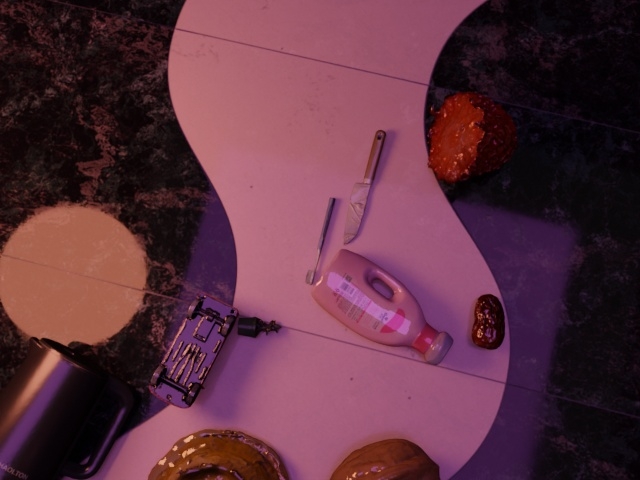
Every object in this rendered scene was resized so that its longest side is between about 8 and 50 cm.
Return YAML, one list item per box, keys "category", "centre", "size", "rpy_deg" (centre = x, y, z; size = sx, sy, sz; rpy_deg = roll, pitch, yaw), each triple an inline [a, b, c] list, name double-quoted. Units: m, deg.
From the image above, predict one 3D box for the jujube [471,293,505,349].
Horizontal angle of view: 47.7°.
- category: "jujube"
  centre: [0.386, 0.186, 1.664]
  size: [0.077, 0.077, 0.129]
  rpy_deg: [4, 69, 3]

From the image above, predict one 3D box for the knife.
- category: "knife"
  centre: [0.102, -0.129, 1.756]
  size: [0.047, 0.017, 0.298]
  rpy_deg: [14, 84, 7]

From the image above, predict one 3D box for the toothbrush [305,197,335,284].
- category: "toothbrush"
  centre: [0.000, 0.000, 1.738]
  size: [0.019, 0.016, 0.220]
  rpy_deg: [14, 82, 13]

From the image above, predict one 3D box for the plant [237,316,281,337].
- category: "plant"
  centre: [-0.142, 0.204, 1.689]
  size: [0.102, 0.051, 0.051]
  rpy_deg: [3, 80, -3]

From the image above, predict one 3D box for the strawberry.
- category: "strawberry"
  centre: [0.368, -0.236, 1.708]
  size: [0.177, 0.234, 0.234]
  rpy_deg: [7, 79, -25]

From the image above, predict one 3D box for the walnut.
- category: "walnut"
  centre: [0.138, 0.543, 1.543]
  size: [0.260, 0.225, 0.225]
  rpy_deg: [-25, 80, -1]

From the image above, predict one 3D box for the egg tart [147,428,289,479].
- category: "egg tart"
  centre: [-0.234, 0.587, 1.586]
  size: [0.344, 0.132, 0.346]
  rpy_deg: [0, 82, 2]

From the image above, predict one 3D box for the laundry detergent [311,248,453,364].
- category: "laundry detergent"
  centre: [0.149, 0.163, 1.668]
  size: [0.335, 0.088, 0.159]
  rpy_deg: [34, 82, 6]

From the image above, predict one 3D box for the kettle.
- category: "kettle"
  centre: [-0.598, 0.403, 1.598]
  size: [0.262, 0.203, 0.308]
  rpy_deg: [29, 79, 9]

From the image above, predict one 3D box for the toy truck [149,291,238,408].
- category: "toy truck"
  centre: [-0.283, 0.253, 1.654]
  size: [0.107, 0.114, 0.253]
  rpy_deg: [26, 80, 5]
